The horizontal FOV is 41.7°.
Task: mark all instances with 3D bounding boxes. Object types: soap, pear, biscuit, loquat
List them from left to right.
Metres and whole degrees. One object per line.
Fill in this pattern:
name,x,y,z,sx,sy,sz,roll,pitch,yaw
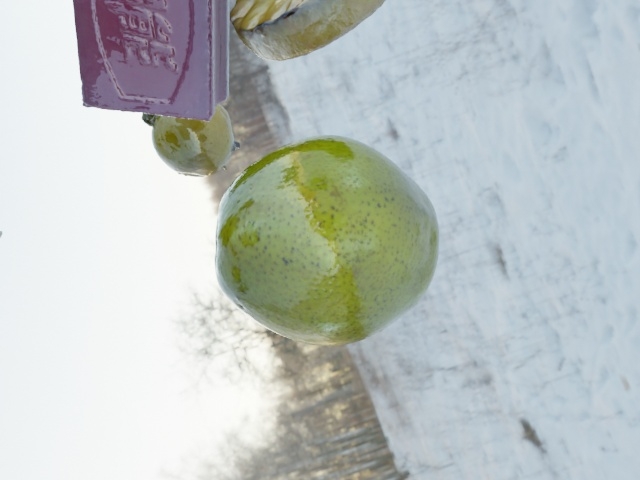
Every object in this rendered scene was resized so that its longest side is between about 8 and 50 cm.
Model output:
soap,-0.266,-0.381,1.325,0.128,0.233,0.359,-75,-9,-57
loquat,-0.259,-0.211,1.666,0.172,0.205,0.149,-46,23,60
pear,0.000,0.000,1.079,0.294,0.294,0.294,160,90,-90
biscuit,0.010,-0.356,1.140,0.102,0.296,0.296,46,-167,-33

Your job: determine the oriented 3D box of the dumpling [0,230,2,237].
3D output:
dumpling,-0.712,-0.058,1.577,0.250,0.132,0.162,30,-164,12
